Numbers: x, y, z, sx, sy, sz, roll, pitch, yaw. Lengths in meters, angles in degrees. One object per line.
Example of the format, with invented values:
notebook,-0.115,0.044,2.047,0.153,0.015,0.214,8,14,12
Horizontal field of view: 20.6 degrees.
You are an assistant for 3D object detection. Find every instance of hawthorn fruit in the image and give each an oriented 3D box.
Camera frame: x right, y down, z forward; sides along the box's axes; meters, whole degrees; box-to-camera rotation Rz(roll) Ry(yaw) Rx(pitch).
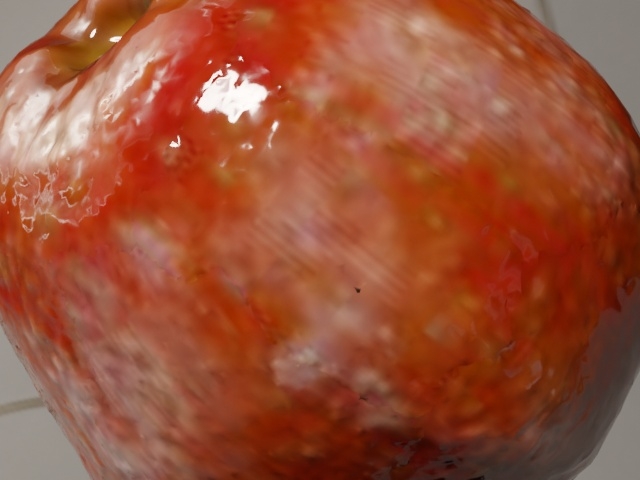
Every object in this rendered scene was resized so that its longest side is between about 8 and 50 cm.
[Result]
hawthorn fruit,0.000,0.000,0.711,0.284,0.284,0.284,1,89,-27
